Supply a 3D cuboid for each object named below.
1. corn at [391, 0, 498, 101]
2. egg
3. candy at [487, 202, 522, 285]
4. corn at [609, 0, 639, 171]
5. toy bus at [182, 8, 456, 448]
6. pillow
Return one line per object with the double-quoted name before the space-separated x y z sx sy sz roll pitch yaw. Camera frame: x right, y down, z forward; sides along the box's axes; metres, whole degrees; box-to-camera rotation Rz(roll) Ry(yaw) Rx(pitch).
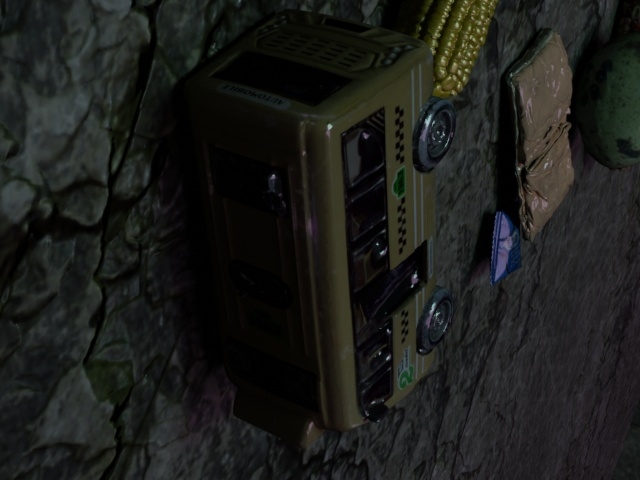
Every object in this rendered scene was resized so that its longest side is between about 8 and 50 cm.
"corn" 0.115 -0.216 0.898 0.080 0.080 0.238 29 83 -63
"egg" 0.400 -0.180 1.397 0.141 0.141 0.181 -23 133 -56
"candy" 0.224 0.001 1.305 0.136 0.038 0.088 -17 110 -67
"corn" 0.434 -0.234 1.495 0.092 0.092 0.280 -24 133 -56
"toy bus" 0.000 0.000 0.760 0.157 0.139 0.289 -40 140 -39
"pillow" 0.255 -0.119 1.253 0.126 0.043 0.232 -45 137 -35
